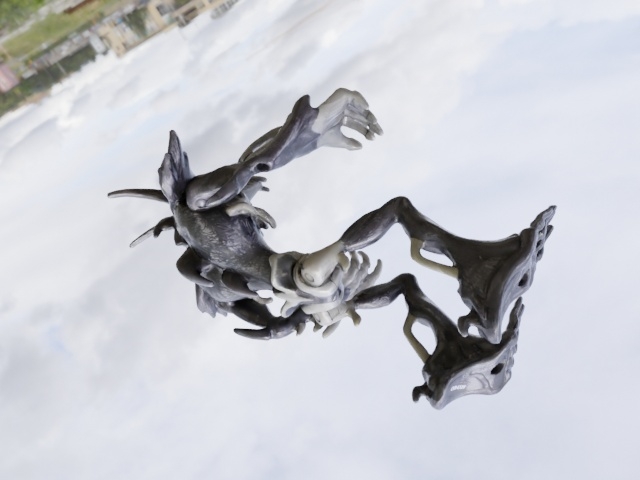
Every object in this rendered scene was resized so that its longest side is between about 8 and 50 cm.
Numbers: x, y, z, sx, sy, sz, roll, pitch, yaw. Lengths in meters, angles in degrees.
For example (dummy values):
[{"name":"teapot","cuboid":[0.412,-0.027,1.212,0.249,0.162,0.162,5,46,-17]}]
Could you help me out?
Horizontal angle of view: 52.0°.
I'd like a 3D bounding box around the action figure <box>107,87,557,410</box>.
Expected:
[{"name":"action figure","cuboid":[0.000,0.000,0.429,0.275,0.164,0.141,20,-137,27]}]
